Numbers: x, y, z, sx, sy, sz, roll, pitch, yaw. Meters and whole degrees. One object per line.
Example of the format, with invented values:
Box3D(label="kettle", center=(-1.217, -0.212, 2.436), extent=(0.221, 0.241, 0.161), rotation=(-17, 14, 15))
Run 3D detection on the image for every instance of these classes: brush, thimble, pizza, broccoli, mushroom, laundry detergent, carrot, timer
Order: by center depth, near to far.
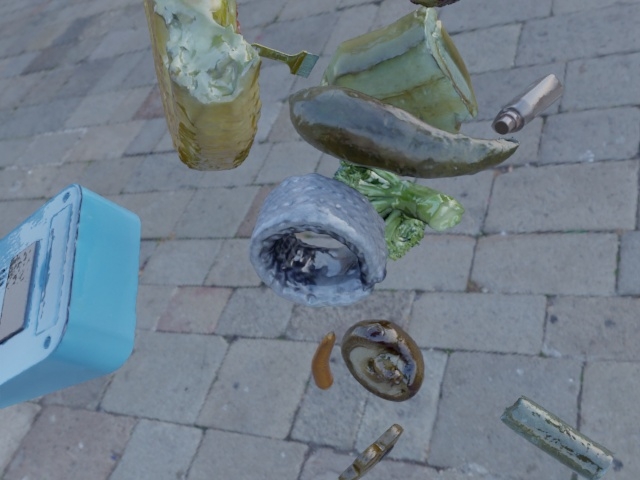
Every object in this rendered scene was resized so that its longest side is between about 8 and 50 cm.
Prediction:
Box3D(label="pizza", center=(-0.094, -0.190, 0.465), extent=(0.075, 0.288, 0.280), rotation=(-12, 11, -13))
Box3D(label="timer", center=(-0.342, 0.078, 0.807), extent=(0.250, 0.091, 0.232), rotation=(-25, 54, 28))
Box3D(label="thimble", center=(0.000, 0.000, 1.190), extent=(0.245, 0.217, 0.157), rotation=(20, 39, -9))
Box3D(label="mushroom", center=(0.159, 0.287, 1.622), extent=(0.138, 0.231, 0.194), rotation=(-39, 17, -29))
Box3D(label="laundry detergent", center=(0.499, -0.322, 1.664), extent=(0.237, 0.076, 0.171), rotation=(-39, 3, -29))
Box3D(label="broccoli", center=(0.218, -0.077, 1.752), extent=(0.397, 0.353, 0.275), rotation=(26, 86, 30))
Box3D(label="carrot", center=(0.006, 0.343, 1.857), extent=(0.062, 0.271, 0.066), rotation=(-31, 50, -28))
Box3D(label="brush", center=(-0.110, -0.530, 1.892), extent=(0.082, 0.218, 0.010), rotation=(-57, 40, 32))

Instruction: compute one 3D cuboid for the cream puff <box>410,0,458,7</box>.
Box3D(label="cream puff", center=(0.131, -0.318, 0.683), extent=(0.084, 0.149, 0.149), rotation=(-14, 29, -36))

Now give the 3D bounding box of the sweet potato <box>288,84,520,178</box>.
Box3D(label="sweet potato", center=(0.127, -0.182, 1.147), extent=(0.422, 0.130, 0.131), rotation=(17, 56, 14))

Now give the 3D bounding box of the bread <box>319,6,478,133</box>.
Box3D(label="bread", center=(0.163, -0.354, 1.490), extent=(0.341, 0.300, 0.210), rotation=(-19, 44, 31))

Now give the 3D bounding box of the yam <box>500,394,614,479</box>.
Box3D(label="yam", center=(0.561, 0.469, 1.560), extent=(0.259, 0.093, 0.093), rotation=(33, 66, 12))

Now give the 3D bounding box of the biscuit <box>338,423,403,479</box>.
Box3D(label="biscuit", center=(0.106, 0.458, 1.375), extent=(0.180, 0.236, 0.039), rotation=(-36, 73, -24))
